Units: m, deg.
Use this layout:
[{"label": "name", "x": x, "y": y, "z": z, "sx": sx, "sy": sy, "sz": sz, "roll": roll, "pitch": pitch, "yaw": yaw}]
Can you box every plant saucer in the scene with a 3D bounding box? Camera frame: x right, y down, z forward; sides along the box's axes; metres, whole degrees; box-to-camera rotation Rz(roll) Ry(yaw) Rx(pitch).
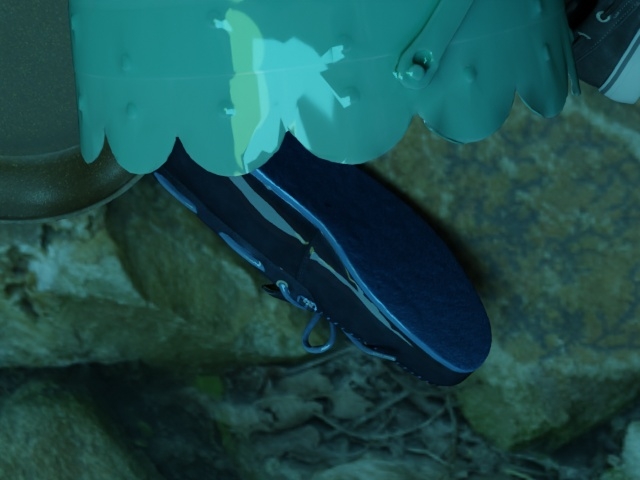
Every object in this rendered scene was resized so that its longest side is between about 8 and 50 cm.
[{"label": "plant saucer", "x": -0.230, "y": -0.142, "z": 1.025, "sx": 0.310, "sy": 0.050, "sz": 0.311, "roll": 8, "pitch": 133, "yaw": 9}]

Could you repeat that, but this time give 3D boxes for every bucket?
[{"label": "bucket", "x": -0.006, "y": -0.151, "z": 0.850, "sx": 0.281, "sy": 0.281, "sz": 0.183, "roll": -2, "pitch": 105, "yaw": 17}]

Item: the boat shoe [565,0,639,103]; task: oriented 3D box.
[{"label": "boat shoe", "x": 0.171, "y": -0.156, "z": 0.887, "sx": 0.076, "sy": 0.080, "sz": 0.228, "roll": 21, "pitch": 156, "yaw": 2}]

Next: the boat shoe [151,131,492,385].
[{"label": "boat shoe", "x": 0.000, "y": 0.000, "z": 1.072, "sx": 0.258, "sy": 0.109, "sz": 0.089, "roll": 46, "pitch": 131, "yaw": 4}]
